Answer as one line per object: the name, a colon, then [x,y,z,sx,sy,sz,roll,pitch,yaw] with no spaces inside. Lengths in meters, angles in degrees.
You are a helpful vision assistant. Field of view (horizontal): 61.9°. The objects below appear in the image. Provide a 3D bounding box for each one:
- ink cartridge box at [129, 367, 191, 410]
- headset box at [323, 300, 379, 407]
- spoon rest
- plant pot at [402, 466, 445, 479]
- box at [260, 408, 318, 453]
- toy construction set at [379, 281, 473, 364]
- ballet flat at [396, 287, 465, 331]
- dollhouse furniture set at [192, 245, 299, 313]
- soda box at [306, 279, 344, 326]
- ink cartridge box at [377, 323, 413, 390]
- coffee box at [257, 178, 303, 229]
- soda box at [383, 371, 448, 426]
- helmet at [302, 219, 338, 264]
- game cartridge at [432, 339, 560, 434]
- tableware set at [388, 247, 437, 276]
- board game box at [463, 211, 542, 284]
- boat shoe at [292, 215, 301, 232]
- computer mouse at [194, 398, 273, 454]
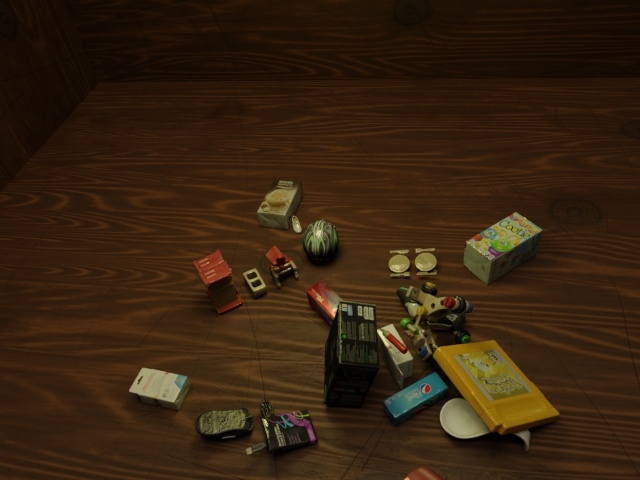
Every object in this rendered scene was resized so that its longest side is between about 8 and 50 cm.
ink cartridge box: [-0.567,0.523,1.887,0.182,0.061,0.104,8,46,15]
headset box: [0.096,0.387,1.784,0.131,0.283,0.246,8,46,-6]
spoon rest: [0.514,0.574,1.665,0.277,0.084,0.137,11,48,18]
plant pot: [0.321,0.761,1.396,0.272,0.272,0.265,-34,42,-24]
box: [-0.101,0.613,1.720,0.162,0.029,0.116,-6,42,-21]
toy construction set: [0.340,0.274,1.839,0.309,0.257,0.237,-8,26,-28]
ballet flat: [0.399,0.262,1.993,0.281,0.095,0.096,19,63,25]
dollhouse furniture set: [-0.294,0.120,2.156,0.374,0.201,0.152,-24,47,-15]
soda box: [0.055,0.271,2.029,0.083,0.092,0.263,-31,49,-20]
ink cartridge box: [0.265,0.405,1.848,0.067,0.115,0.198,-18,46,-11]
coffee box: [-0.186,-0.174,2.508,0.141,0.098,0.246,7,47,15]
soda box: [0.313,0.522,1.756,0.210,0.067,0.071,-24,47,-15]
helmet: [0.000,0.000,2.261,0.170,0.161,0.169,-4,45,4]
game cartridge: [0.559,0.458,1.705,0.286,0.052,0.323,1,34,-32]
tableware set: [0.380,0.098,2.197,0.194,0.039,0.128,-4,56,13]
board game box: [0.727,0.029,2.140,0.275,0.144,0.142,-27,47,-19]
boat shoe: [-0.110,-0.075,2.442,0.035,0.035,0.100,-13,44,-5]
computer mouse: [-0.270,0.630,1.743,0.262,0.060,0.184,-8,39,-16]
